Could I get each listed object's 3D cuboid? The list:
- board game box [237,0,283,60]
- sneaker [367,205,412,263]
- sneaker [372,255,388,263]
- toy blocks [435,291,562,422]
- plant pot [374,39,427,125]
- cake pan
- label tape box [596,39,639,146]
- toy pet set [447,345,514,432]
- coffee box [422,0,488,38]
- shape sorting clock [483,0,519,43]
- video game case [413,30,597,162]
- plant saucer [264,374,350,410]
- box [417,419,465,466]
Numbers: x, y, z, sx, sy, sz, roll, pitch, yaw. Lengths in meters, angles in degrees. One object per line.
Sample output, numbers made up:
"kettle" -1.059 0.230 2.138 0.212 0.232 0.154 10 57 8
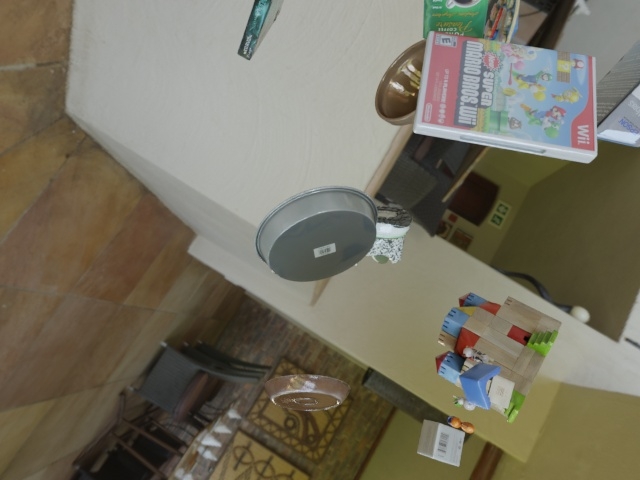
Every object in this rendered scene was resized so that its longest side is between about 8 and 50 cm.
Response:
"board game box" -0.085 -0.408 0.745 0.126 0.026 0.186 -51 -162 49
"sneaker" 0.066 -0.001 1.307 0.158 0.411 0.182 -50 140 -58
"sneaker" 0.218 0.023 1.520 0.192 0.086 0.064 52 53 -42
"toy blocks" 0.432 0.260 1.124 0.381 0.261 0.190 -36 142 -40
"plant pot" 0.266 -0.392 1.138 0.237 0.110 0.237 -29 -132 39
"cake pan" 0.000 0.000 0.982 0.293 0.293 0.054 117 -37 -44
"label tape box" 0.692 -0.304 1.011 0.333 0.106 0.240 -51 -178 22
"toy pet set" 0.219 0.219 0.648 0.122 0.065 0.114 -68 -165 -14
"coffee box" 0.237 -0.444 0.751 0.184 0.113 0.040 74 28 -51
"shape sorting clock" 0.404 -0.473 1.002 0.206 0.040 0.206 14 90 -87
"video game case" 0.309 -0.245 0.726 0.025 0.285 0.204 92 10 -70
"plant saucer" -0.026 0.299 0.842 0.168 0.169 0.029 116 -20 -51
"box" 0.365 0.614 1.323 0.087 0.102 0.101 -32 -145 63
